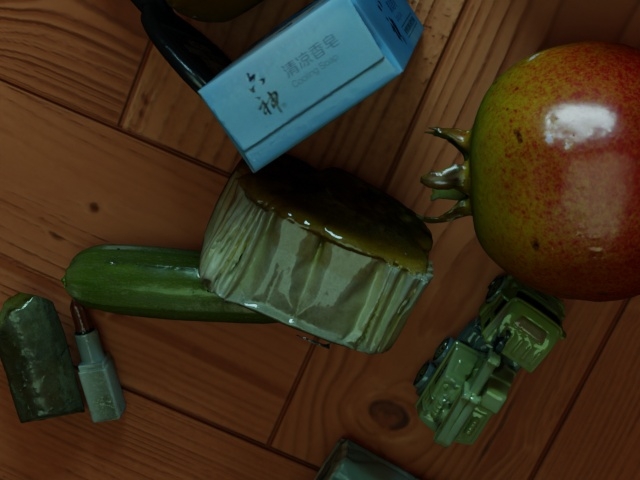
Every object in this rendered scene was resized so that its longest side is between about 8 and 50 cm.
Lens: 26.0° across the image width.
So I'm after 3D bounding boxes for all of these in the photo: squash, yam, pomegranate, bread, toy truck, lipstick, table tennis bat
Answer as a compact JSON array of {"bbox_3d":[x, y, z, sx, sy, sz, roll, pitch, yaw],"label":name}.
[{"bbox_3d":[-0.127,0.042,1.309,0.239,0.069,0.069,5,109,5],"label":"squash"},{"bbox_3d":[-0.278,0.117,1.355,0.070,0.069,0.146,-11,107,11],"label":"yam"},{"bbox_3d":[0.205,-0.054,1.162,0.257,0.221,0.220,-3,109,16],"label":"pomegranate"},{"bbox_3d":[0.000,-0.001,1.203,0.192,0.210,0.109,24,106,-2],"label":"bread"},{"bbox_3d":[0.154,0.118,1.281,0.077,0.100,0.169,36,110,-7],"label":"toy truck"},{"bbox_3d":[-0.224,0.114,1.365,0.030,0.030,0.129,-9,108,11],"label":"lipstick"},{"bbox_3d":[-0.121,-0.175,1.203,0.027,0.150,0.236,-43,76,13],"label":"table tennis bat"}]

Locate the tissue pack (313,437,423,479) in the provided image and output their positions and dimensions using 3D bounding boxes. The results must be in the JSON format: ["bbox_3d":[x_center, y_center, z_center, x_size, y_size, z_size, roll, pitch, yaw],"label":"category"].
[{"bbox_3d":[0.091,0.333,1.370,0.263,0.089,0.177,30,108,-4],"label":"tissue pack"}]

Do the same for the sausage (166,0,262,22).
[{"bbox_3d":[-0.023,-0.284,1.163,0.274,0.105,0.105,-36,101,18],"label":"sausage"}]

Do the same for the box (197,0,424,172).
[{"bbox_3d":[0.000,-0.150,1.138,0.143,0.232,0.083,-32,99,16],"label":"box"}]
